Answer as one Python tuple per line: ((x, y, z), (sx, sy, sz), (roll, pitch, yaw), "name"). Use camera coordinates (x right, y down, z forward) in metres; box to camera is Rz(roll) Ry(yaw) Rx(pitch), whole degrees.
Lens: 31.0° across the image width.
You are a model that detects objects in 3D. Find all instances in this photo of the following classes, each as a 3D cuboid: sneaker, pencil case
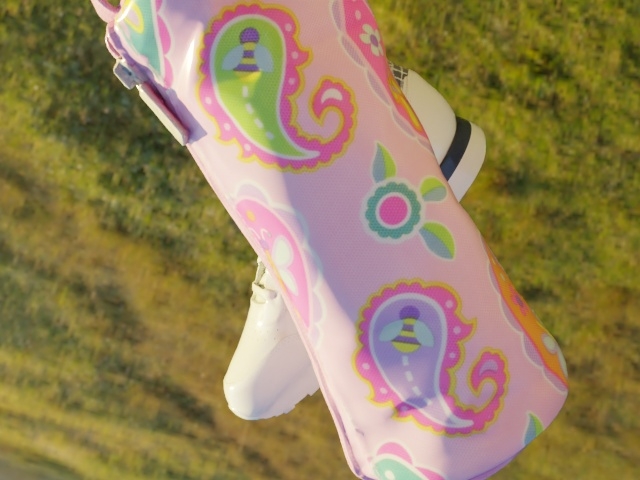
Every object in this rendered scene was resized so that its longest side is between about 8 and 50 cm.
((0.000, 0.000, 0.712), (0.095, 0.235, 0.090), (35, 175, -22), "sneaker")
((0.007, -0.020, 0.546), (0.124, 0.124, 0.284), (-19, 104, 52), "pencil case")
